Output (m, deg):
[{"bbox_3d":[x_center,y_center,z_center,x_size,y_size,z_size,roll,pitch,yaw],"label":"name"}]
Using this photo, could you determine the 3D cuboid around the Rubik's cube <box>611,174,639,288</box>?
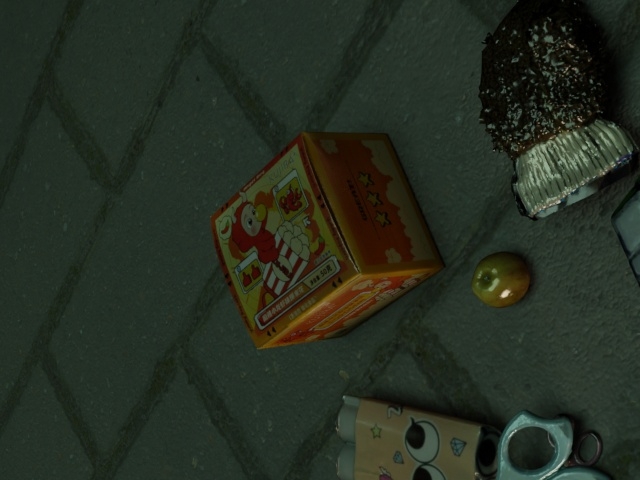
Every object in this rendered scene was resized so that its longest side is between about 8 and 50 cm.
[{"bbox_3d":[0.477,-0.007,1.144,0.264,0.319,0.319,-26,72,17],"label":"Rubik's cube"}]

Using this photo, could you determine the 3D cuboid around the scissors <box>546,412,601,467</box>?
[{"bbox_3d":[0.341,0.337,1.492,0.085,0.022,0.176,31,113,33],"label":"scissors"}]

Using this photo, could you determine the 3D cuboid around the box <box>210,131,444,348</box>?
[{"bbox_3d":[0.000,0.000,1.697,0.283,0.214,0.259,-40,63,42],"label":"box"}]

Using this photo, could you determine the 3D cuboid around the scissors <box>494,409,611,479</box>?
[{"bbox_3d":[0.243,0.394,1.503,0.360,0.029,0.191,-39,83,22],"label":"scissors"}]

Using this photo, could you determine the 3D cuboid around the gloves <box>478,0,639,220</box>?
[{"bbox_3d":[0.309,-0.197,1.406,0.210,0.135,0.312,-41,62,45],"label":"gloves"}]

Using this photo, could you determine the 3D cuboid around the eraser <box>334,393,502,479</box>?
[{"bbox_3d":[0.153,0.347,1.648,0.291,0.087,0.171,5,95,46],"label":"eraser"}]

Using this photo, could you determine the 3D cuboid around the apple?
[{"bbox_3d":[0.263,0.057,1.519,0.084,0.071,0.084,3,94,45],"label":"apple"}]
